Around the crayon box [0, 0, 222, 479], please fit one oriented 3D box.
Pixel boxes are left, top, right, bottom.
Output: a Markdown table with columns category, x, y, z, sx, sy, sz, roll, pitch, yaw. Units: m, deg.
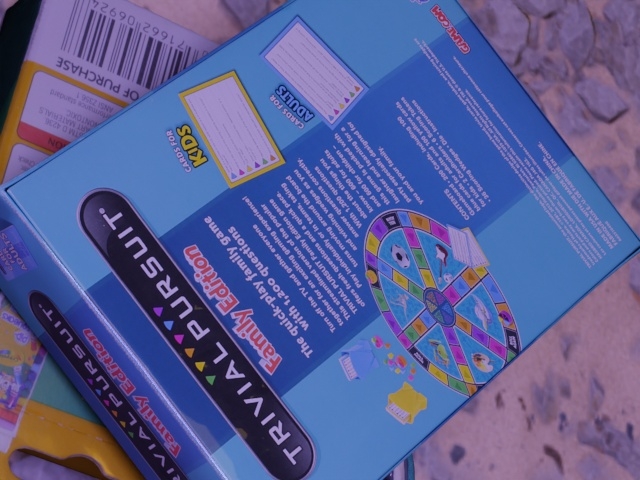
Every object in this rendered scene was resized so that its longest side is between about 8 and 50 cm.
| category | x | y | z | sx | sy | sz | roll | pitch | yaw |
| --- | --- | --- | --- | --- | --- | --- | --- | --- | --- |
| crayon box | -0.127 | 0.024 | 1.131 | 0.203 | 0.083 | 0.323 | 24 | 64 | -24 |

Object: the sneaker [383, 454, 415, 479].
| category | x | y | z | sx | sy | sz | roll | pitch | yaw |
| --- | --- | --- | --- | --- | --- | --- | --- | --- | --- |
| sneaker | 0.041 | 0.068 | 1.216 | 0.110 | 0.107 | 0.275 | 12 | 70 | -39 |

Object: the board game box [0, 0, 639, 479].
| category | x | y | z | sx | sy | sz | roll | pitch | yaw |
| --- | --- | --- | --- | --- | --- | --- | --- | --- | --- |
| board game box | 0.000 | 0.000 | 1.105 | 0.336 | 0.079 | 0.254 | -37 | 90 | -33 |
